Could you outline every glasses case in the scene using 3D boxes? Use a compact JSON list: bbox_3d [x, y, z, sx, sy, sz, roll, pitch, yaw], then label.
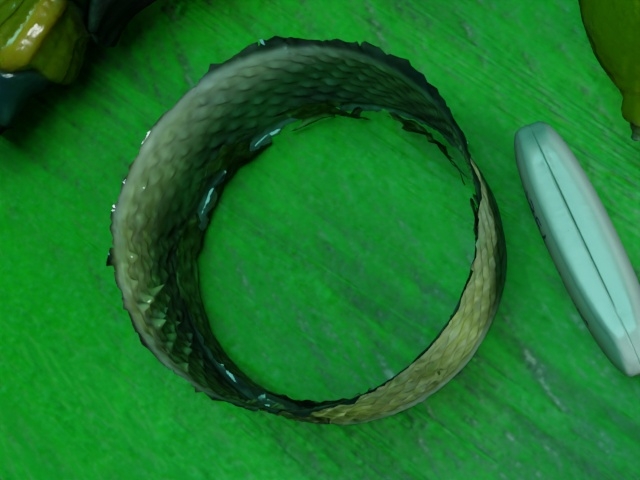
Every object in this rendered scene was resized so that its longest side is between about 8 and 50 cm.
[{"bbox_3d":[0.189,0.005,1.101,0.049,0.076,0.197,-25,73,8],"label":"glasses case"}]

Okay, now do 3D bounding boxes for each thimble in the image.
[{"bbox_3d":[0.000,0.000,1.118,0.270,0.150,0.271,-3,77,15],"label":"thimble"}]

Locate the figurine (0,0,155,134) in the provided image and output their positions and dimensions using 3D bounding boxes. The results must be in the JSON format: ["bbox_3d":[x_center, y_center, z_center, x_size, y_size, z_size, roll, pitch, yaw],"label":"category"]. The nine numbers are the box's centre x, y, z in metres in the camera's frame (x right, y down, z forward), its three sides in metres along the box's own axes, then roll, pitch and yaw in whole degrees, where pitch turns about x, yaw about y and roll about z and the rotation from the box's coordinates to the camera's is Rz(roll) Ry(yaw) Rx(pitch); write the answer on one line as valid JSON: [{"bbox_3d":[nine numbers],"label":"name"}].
[{"bbox_3d":[-0.179,-0.215,1.225,0.204,0.185,0.332,23,105,-12],"label":"figurine"}]

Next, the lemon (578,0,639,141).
[{"bbox_3d":[0.269,-0.186,1.067,0.184,0.184,0.249,15,82,19],"label":"lemon"}]
